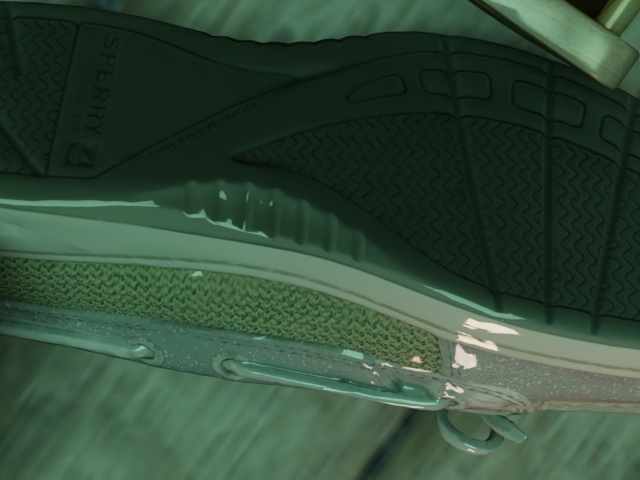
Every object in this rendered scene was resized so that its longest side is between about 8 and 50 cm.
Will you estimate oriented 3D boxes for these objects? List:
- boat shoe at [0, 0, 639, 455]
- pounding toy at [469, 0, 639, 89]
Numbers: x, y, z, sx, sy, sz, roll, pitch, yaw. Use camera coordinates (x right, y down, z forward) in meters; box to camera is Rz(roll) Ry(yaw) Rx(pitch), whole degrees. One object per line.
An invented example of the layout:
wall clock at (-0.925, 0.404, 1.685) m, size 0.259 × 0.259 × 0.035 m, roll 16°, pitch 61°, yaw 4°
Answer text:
boat shoe at (-0.002, 0.002, 0.541) m, size 0.320 × 0.118 × 0.103 m, roll 7°, pitch 140°, yaw -1°
pounding toy at (0.018, -0.181, 0.484) m, size 0.269 × 0.154 × 0.155 m, roll 35°, pitch 98°, yaw -2°
